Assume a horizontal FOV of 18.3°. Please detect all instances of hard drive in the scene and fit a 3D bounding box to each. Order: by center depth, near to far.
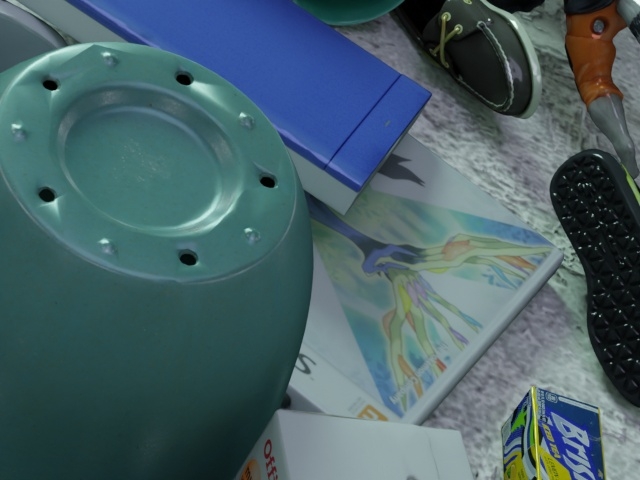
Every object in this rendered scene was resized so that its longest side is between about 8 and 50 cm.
[{"bbox_3d":[-0.078,-0.156,1.538,0.318,0.040,0.210,33,29,2],"label":"hard drive"}]

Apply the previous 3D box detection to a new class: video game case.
[{"bbox_3d":[0.000,0.000,1.510,0.300,0.036,0.329,38,39,8],"label":"video game case"}]

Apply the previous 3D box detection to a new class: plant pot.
[{"bbox_3d":[-0.138,0.022,1.213,0.293,0.235,0.293,13,48,-15],"label":"plant pot"}]

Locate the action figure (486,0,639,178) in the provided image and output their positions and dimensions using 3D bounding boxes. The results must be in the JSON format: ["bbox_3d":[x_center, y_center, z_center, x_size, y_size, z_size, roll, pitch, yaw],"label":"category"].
[{"bbox_3d":[0.292,-0.264,1.749,0.330,0.341,0.178,56,7,5],"label":"action figure"}]

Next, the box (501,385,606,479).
[{"bbox_3d":[0.166,0.186,1.403,0.059,0.054,0.169,19,41,-14],"label":"box"}]

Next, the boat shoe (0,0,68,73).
[{"bbox_3d":[-0.293,-0.176,1.486,0.228,0.080,0.076,15,42,-7],"label":"boat shoe"}]

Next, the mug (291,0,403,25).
[{"bbox_3d":[0.027,-0.276,1.726,0.129,0.158,0.097,17,36,-33],"label":"mug"}]

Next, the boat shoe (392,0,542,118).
[{"bbox_3d":[0.117,-0.186,1.755,0.068,0.081,0.228,-2,42,-31],"label":"boat shoe"}]

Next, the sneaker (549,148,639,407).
[{"bbox_3d":[0.259,0.029,1.607,0.097,0.084,0.235,28,43,-52],"label":"sneaker"}]

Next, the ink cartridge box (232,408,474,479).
[{"bbox_3d":[0.007,0.205,1.182,0.127,0.176,0.128,10,43,-25],"label":"ink cartridge box"}]
